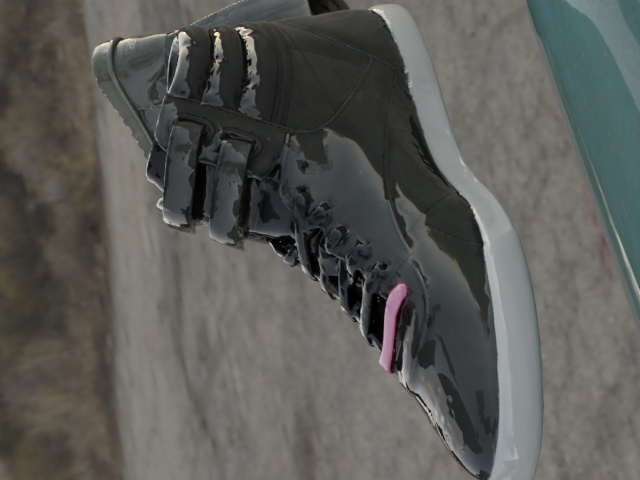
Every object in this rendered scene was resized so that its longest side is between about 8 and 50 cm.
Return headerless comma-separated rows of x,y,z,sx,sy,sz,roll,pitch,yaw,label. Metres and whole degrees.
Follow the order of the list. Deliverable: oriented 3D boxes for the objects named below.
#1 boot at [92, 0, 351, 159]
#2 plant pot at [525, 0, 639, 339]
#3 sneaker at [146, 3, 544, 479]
-0.054,-0.118,1.162,0.190,0.208,0.076,51,-147,-46,boot
0.256,-0.016,0.572,0.341,0.341,0.334,100,153,-63,plant pot
0.000,0.000,0.674,0.105,0.146,0.296,100,159,-44,sneaker
